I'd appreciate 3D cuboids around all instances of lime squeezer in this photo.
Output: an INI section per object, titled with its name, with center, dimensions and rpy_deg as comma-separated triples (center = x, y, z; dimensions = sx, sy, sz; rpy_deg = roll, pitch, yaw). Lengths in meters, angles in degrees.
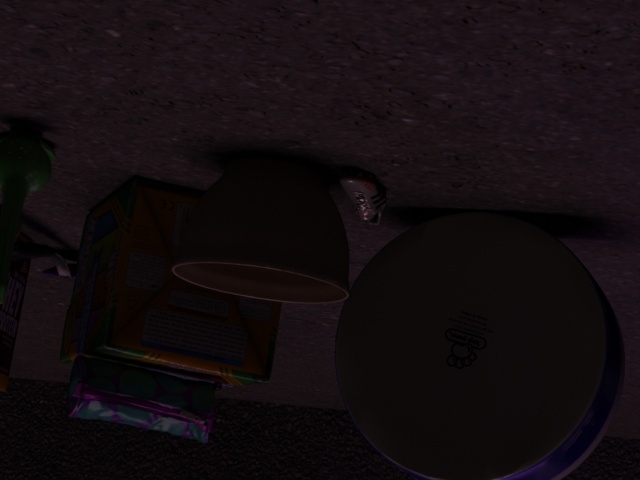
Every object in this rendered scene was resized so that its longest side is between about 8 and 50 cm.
[lime squeezer]
center = -0.272, -0.051, 1.311
dimensions = 0.058, 0.110, 0.310
rpy_deg = -7, -160, -6

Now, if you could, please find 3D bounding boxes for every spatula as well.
[spatula]
center = -0.335, 0.025, 1.778
dimensions = 0.084, 0.030, 0.296
rpy_deg = 6, 173, 12

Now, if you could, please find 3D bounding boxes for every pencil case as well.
[pencil case]
center = -0.179, 0.160, 1.434
dimensions = 0.151, 0.065, 0.070
rpy_deg = 13, -177, -18

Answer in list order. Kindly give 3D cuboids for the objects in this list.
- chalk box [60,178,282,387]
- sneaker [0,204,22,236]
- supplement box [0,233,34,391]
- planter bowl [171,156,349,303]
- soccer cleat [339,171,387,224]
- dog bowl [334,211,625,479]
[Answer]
[chalk box]
center = -0.169, 0.061, 1.541
dimensions = 0.180, 0.179, 0.289
rpy_deg = 13, 167, -18
[sneaker]
center = -0.422, -0.020, 1.638
dimensions = 0.152, 0.054, 0.061
rpy_deg = 10, 170, -12
[supplement box]
center = -0.477, 0.072, 1.754
dimensions = 0.191, 0.194, 0.129
rpy_deg = 7, 168, 7
[planter bowl]
center = -0.048, -0.012, 1.295
dimensions = 0.162, 0.109, 0.162
rpy_deg = 7, 167, 2
[soccer cleat]
center = 0.039, -0.038, 1.292
dimensions = 0.029, 0.036, 0.083
rpy_deg = 3, 167, 22
[dog bowl]
center = 0.151, 0.110, 1.358
dimensions = 0.264, 0.265, 0.104
rpy_deg = 3, 165, 21
